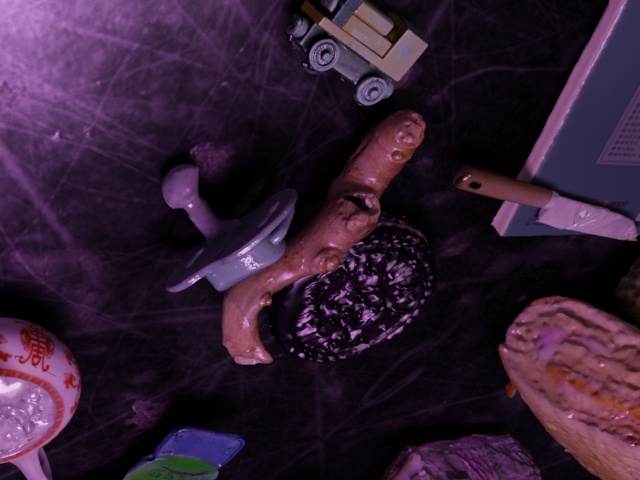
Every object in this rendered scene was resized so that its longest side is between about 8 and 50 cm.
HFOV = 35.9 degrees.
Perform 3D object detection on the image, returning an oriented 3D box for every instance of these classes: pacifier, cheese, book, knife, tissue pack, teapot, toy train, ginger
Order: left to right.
[{"bbox_3d":[-0.294,0.145,0.893,0.159,0.116,0.245,-35,137,-12],"label":"teapot"},{"bbox_3d":[-0.208,0.309,1.118,0.204,0.083,0.320,20,122,-38],"label":"cheese"},{"bbox_3d":[-0.089,-0.021,0.864,0.150,0.127,0.116,-28,105,40],"label":"pacifier"},{"bbox_3d":[0.000,0.000,0.899,0.075,0.089,0.288,34,98,-33],"label":"ginger"},{"bbox_3d":[0.029,-0.162,0.809,0.122,0.050,0.081,28,110,-43],"label":"toy train"},{"bbox_3d":[0.144,0.371,1.340,0.215,0.123,0.256,4,135,-37],"label":"tissue pack"},{"bbox_3d":[0.243,-0.032,1.032,0.298,0.017,0.047,11,128,-36],"label":"knife"},{"bbox_3d":[0.357,-0.152,1.007,0.264,0.031,0.379,-1,131,-29],"label":"book"}]

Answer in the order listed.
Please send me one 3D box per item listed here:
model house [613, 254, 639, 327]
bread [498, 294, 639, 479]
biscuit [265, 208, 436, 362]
[{"bbox_3d":[0.564,0.078,1.158,0.321,0.266,0.261,-39,140,7],"label":"model house"},{"bbox_3d":[0.385,0.221,1.247,0.165,0.236,0.375,-56,138,-6],"label":"bread"},{"bbox_3d":[0.032,0.049,1.014,0.194,0.053,0.194,-16,137,-15],"label":"biscuit"}]
